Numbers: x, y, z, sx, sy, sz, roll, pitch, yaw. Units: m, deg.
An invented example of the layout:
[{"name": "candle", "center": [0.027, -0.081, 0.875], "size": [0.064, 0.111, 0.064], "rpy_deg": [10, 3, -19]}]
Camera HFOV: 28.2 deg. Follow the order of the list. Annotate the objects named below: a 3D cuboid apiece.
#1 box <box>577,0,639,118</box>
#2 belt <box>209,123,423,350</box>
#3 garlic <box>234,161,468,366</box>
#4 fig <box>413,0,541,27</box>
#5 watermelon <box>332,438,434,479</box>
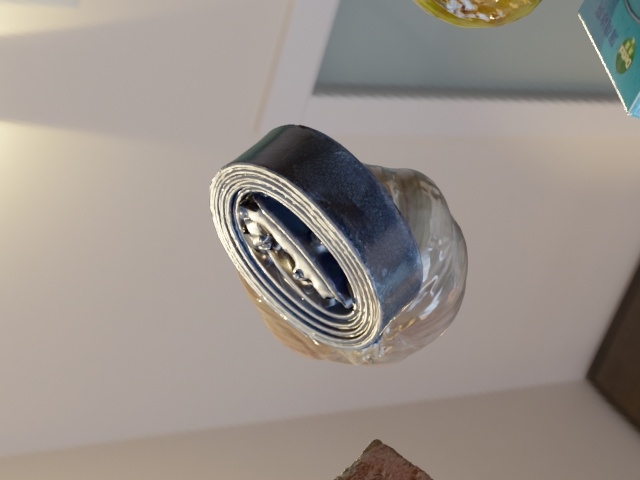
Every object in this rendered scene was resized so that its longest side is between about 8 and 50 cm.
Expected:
[{"name": "box", "center": [0.293, -0.128, 0.891], "size": [0.194, 0.073, 0.139], "rpy_deg": [14, -144, -17]}, {"name": "belt", "center": [0.000, 0.000, 1.035], "size": [0.190, 0.141, 0.082], "rpy_deg": [49, -128, 0]}, {"name": "garlic", "center": [0.056, 0.040, 1.674], "size": [0.317, 0.317, 0.259], "rpy_deg": [13, -129, -9]}, {"name": "fig", "center": [0.142, -0.277, 1.228], "size": [0.165, 0.144, 0.154], "rpy_deg": [-13, -107, -29]}, {"name": "watermelon", "center": [0.063, 0.321, 1.275], "size": [0.193, 0.310, 0.232], "rpy_deg": [53, -153, 5]}]
